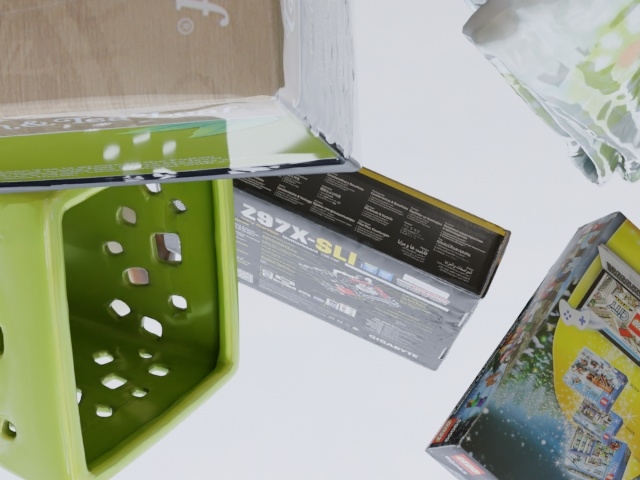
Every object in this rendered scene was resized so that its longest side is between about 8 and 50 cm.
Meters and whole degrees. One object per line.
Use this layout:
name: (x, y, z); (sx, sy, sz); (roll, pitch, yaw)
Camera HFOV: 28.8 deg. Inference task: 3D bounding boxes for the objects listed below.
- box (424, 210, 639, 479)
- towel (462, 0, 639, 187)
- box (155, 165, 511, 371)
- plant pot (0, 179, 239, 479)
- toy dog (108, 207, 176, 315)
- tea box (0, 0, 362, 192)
box: (0.191, 0.120, 0.655); (0.159, 0.233, 0.044); (-51, -174, -21)
towel: (0.220, -0.173, 0.477); (0.090, 0.374, 0.320); (50, -168, 16)
box: (0.000, 0.000, 1.195); (0.322, 0.257, 0.079); (24, -112, 6)
plant pot: (-0.205, 0.027, 0.935); (0.207, 0.227, 0.228); (9, -158, 27)
toy dog: (-0.383, -0.037, 1.722); (0.284, 0.408, 0.395); (-32, -131, 22)
tea box: (-0.105, -0.195, 0.549); (0.220, 0.329, 0.323); (-3, 178, 6)
